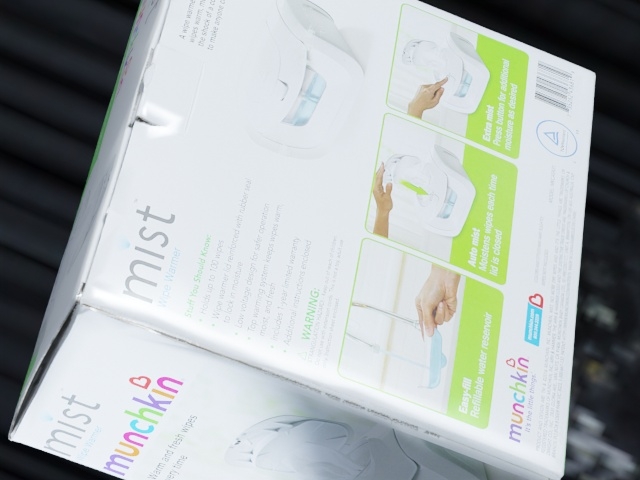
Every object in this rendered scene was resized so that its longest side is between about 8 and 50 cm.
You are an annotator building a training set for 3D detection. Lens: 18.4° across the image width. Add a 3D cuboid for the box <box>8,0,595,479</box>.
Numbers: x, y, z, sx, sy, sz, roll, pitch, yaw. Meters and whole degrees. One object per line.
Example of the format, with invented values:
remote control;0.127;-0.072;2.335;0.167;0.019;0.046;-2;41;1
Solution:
box;0.000;0.000;0.952;0.127;0.231;0.262;122;-17;-47
